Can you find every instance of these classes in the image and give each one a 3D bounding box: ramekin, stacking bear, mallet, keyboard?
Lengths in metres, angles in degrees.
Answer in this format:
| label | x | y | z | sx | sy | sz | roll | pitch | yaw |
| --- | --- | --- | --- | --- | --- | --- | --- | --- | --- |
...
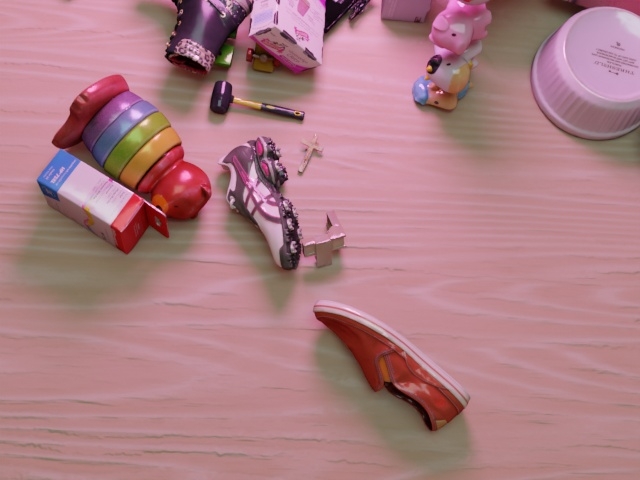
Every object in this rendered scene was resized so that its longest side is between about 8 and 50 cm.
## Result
| label | x | y | z | sx | sy | sz | roll | pitch | yaw |
| --- | --- | --- | --- | --- | --- | --- | --- | --- | --- |
| ramekin | 0.577 | -0.352 | 1.967 | 0.273 | 0.127 | 0.273 | 2 | 72 | -5 |
| stacking bear | -0.328 | -0.156 | 1.807 | 0.289 | 0.175 | 0.164 | 45 | 46 | -1 |
| mallet | -0.128 | -0.261 | 1.921 | 0.190 | 0.039 | 0.062 | 19 | 72 | -4 |
| keyboard | 0.055 | -0.495 | 2.020 | 0.100 | 0.038 | 0.192 | 32 | 72 | 30 |

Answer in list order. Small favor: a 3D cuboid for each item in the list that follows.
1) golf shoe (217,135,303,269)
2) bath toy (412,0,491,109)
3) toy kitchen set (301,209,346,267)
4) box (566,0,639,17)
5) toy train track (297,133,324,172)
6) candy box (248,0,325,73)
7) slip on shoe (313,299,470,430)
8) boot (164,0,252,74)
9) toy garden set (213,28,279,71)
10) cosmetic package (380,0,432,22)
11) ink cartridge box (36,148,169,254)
| label | x | y | z | sx | sy | sz | roll | pitch | yaw |
| --- | --- | --- | --- | --- | --- | --- | --- | --- | --- |
| golf shoe | -0.109 | -0.061 | 1.838 | 0.120 | 0.105 | 0.273 | -18 | 70 | 8 |
| bath toy | 0.255 | -0.400 | 1.837 | 0.129 | 0.348 | 0.151 | -2 | 58 | -5 |
| toy kitchen set | 0.000 | 0.000 | 1.849 | 0.083 | 0.068 | 0.075 | -14 | 47 | -10 |
| box | 0.618 | -0.561 | 2.017 | 0.232 | 0.127 | 0.148 | 19 | 49 | 1 |
| toy train track | -0.024 | -0.172 | 1.913 | 0.048 | 0.014 | 0.083 | 25 | 77 | -5 |
| candy box | -0.061 | -0.473 | 1.919 | 0.071 | 0.159 | 0.233 | -13 | 62 | 33 |
| slip on shoe | 0.116 | 0.222 | 1.751 | 0.331 | 0.123 | 0.101 | 39 | 77 | 2 |
| boot | -0.274 | -0.442 | 1.891 | 0.236 | 0.085 | 0.178 | 25 | 75 | 6 |
| toy garden set | -0.169 | -0.455 | 1.972 | 0.204 | 0.049 | 0.244 | 9 | 71 | -1 |
| cosmetic package | 0.184 | -0.587 | 2.005 | 0.107 | 0.127 | 0.238 | 7 | 70 | -3 |
| ink cartridge box | -0.396 | -0.058 | 1.776 | 0.231 | 0.134 | 0.078 | 31 | 71 | 5 |
